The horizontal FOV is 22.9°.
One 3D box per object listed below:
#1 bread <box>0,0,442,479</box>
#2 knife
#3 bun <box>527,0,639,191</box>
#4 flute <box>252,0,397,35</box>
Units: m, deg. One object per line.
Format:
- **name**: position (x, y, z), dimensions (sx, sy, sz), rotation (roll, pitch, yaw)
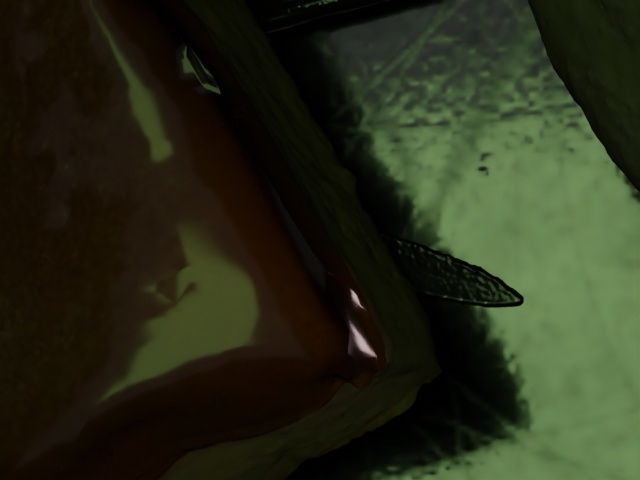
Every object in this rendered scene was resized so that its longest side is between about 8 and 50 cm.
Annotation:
- **bread**: position (-0.162, -0.005, 0.609), dimensions (0.333, 0.143, 0.323), rotation (-35, 73, 13)
- **knife**: position (0.000, 0.000, 0.634), dimensions (0.170, 0.010, 0.023), rotation (16, 91, 19)
- **bun**: position (0.224, -0.143, 0.476), dimensions (0.365, 0.219, 0.365), rotation (-3, 78, 14)
- **flute**: position (-0.040, -0.088, 0.662), dimensions (0.270, 0.014, 0.014), rotation (-13, 76, 16)
